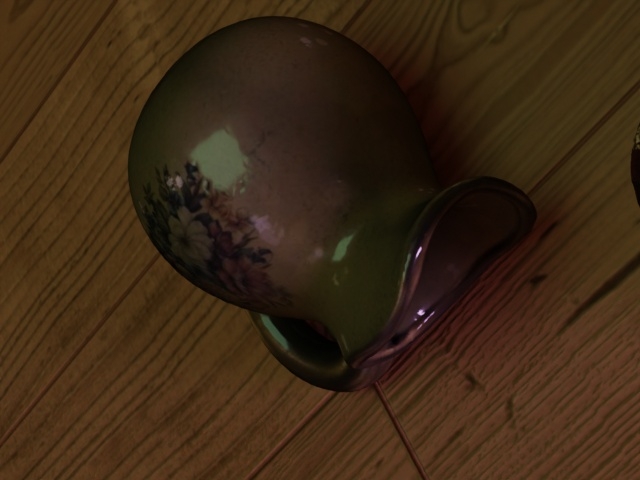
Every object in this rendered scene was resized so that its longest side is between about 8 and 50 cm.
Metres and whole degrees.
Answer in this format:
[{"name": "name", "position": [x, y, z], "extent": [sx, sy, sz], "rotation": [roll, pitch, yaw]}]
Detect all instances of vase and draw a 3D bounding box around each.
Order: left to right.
[{"name": "vase", "position": [0.000, 0.000, 1.488], "extent": [0.302, 0.241, 0.329], "rotation": [39, 145, 25]}]

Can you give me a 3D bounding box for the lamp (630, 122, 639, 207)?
[{"name": "lamp", "position": [0.317, -0.043, 1.142], "extent": [0.247, 0.247, 0.247], "rotation": [-2, 87, 45]}]
